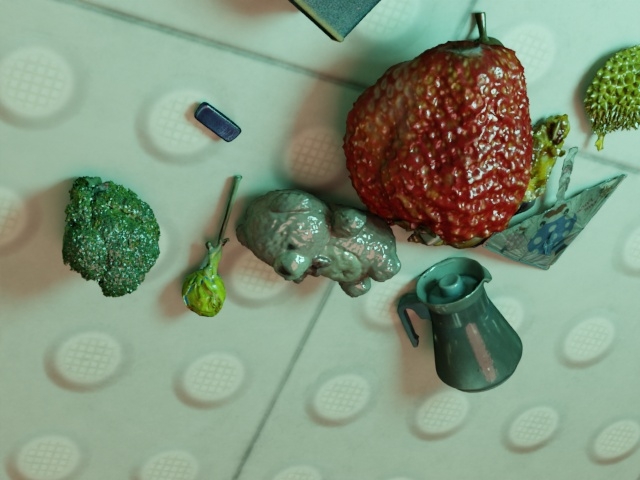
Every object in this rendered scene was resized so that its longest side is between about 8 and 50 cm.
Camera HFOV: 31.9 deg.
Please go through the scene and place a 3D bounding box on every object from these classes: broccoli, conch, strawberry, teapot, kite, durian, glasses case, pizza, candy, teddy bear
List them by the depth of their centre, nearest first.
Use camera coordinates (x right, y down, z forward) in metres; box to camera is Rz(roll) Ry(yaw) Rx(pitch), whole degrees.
[{"bbox_3d":[-0.337,-0.005,1.759,0.156,0.195,0.195,0,133,27],"label":"broccoli"},{"bbox_3d":[0.195,-0.162,1.763,0.311,0.267,0.351,1,141,-8],"label":"strawberry"},{"bbox_3d":[-0.164,-0.189,1.779,0.033,0.023,0.083,-42,125,17],"label":"glasses case"},{"bbox_3d":[0.258,-0.314,1.826,0.085,0.080,0.110,-9,113,11],"label":"teapot"},{"bbox_3d":[0.001,-0.001,1.885,0.267,0.151,0.236,11,150,-32],"label":"teddy bear"},{"bbox_3d":[-0.174,0.010,1.894,0.077,0.073,0.262,17,111,-4],"label":"candy"},{"bbox_3d":[0.526,-0.240,1.952,0.146,0.102,0.208,5,125,-30],"label":"durian"},{"bbox_3d":[0.368,-0.150,1.957,0.069,0.154,0.194,38,84,-16],"label":"pizza"},{"bbox_3d":[0.271,-0.027,2.008,0.232,0.080,0.086,-2,160,-14],"label":"conch"},{"bbox_3d":[0.434,-0.047,2.062,0.335,0.011,0.314,-25,141,-20],"label":"kite"},{"bbox_3d":[0.258,0.159,2.100,0.203,0.171,0.225,-9,124,24],"label":"teapot"}]

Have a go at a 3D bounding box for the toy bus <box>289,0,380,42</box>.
[{"bbox_3d":[0.058,-0.435,1.603,0.275,0.167,0.138,-45,125,12],"label":"toy bus"}]

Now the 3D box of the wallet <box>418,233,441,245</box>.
[{"bbox_3d":[0.221,-0.068,1.952,0.152,0.118,0.039,-27,165,-4],"label":"wallet"}]
